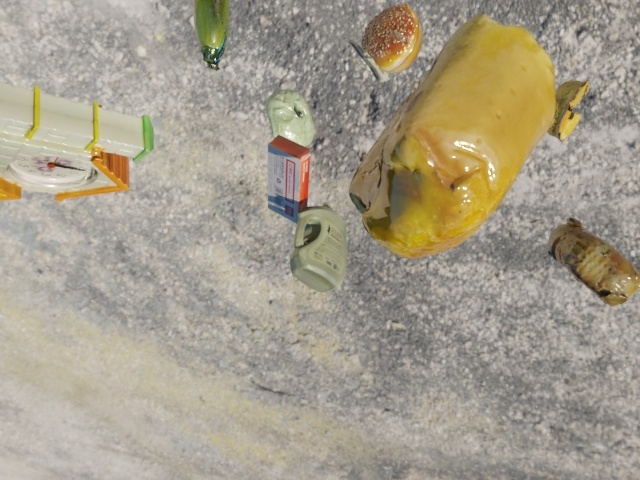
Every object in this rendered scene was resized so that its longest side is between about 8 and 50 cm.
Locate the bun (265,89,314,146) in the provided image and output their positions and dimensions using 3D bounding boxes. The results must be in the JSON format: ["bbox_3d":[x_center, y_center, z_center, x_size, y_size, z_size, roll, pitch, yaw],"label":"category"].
[{"bbox_3d":[-0.095,-0.417,1.766,0.108,0.221,0.221,-13,128,29],"label":"bun"}]

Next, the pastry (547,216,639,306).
[{"bbox_3d":[0.602,0.055,1.111,0.218,0.229,0.100,36,105,-19],"label":"pastry"}]

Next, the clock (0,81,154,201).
[{"bbox_3d":[-0.399,-0.128,0.738,0.255,0.106,0.219,7,159,-43],"label":"clock"}]

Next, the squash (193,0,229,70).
[{"bbox_3d":[-0.242,-0.536,1.142,0.087,0.332,0.087,1,172,0],"label":"squash"}]

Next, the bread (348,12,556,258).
[{"bbox_3d":[0.231,-0.149,0.935,0.250,0.394,0.361,35,157,-2],"label":"bread"}]

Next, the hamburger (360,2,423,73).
[{"bbox_3d":[0.231,-0.648,1.657,0.147,0.237,0.236,14,146,-34],"label":"hamburger"}]

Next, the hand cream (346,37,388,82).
[{"bbox_3d":[0.129,-0.474,1.345,0.037,0.057,0.165,-47,130,8],"label":"hand cream"}]

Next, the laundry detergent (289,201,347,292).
[{"bbox_3d":[0.000,0.000,1.377,0.091,0.254,0.181,-24,135,39],"label":"laundry detergent"}]

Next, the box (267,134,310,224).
[{"bbox_3d":[-0.089,-0.166,1.407,0.122,0.050,0.230,28,135,26],"label":"box"}]

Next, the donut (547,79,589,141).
[{"bbox_3d":[0.707,-0.373,1.475,0.078,0.146,0.181,33,162,30],"label":"donut"}]
